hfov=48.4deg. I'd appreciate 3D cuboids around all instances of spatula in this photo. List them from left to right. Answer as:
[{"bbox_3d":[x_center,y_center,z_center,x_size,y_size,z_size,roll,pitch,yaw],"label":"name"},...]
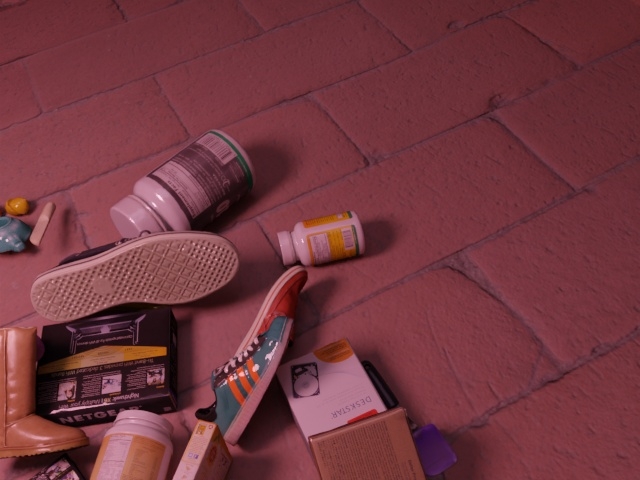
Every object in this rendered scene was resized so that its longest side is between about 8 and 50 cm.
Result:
[{"bbox_3d":[0.172,0.370,1.527,0.084,0.030,0.296,-29,53,-15],"label":"spatula"}]

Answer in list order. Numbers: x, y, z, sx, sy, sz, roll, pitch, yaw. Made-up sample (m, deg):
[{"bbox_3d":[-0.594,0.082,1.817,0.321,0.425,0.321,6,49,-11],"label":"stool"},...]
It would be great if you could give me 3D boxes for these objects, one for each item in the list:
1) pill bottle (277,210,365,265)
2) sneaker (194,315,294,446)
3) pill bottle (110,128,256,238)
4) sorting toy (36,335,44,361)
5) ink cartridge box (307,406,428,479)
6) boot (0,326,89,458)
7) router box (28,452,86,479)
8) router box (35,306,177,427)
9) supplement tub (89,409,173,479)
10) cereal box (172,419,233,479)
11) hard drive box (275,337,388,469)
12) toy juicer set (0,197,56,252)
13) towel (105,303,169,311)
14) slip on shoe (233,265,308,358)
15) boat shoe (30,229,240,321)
[{"bbox_3d":[0.000,0.000,1.808,0.209,0.117,0.117,-13,49,-5],"label":"pill bottle"},{"bbox_3d":[-0.162,0.278,1.491,0.121,0.108,0.302,28,96,2],"label":"sneaker"},{"bbox_3d":[-0.362,-0.122,1.893,0.204,0.204,0.361,33,60,29],"label":"pill bottle"},{"bbox_3d":[-0.784,0.332,1.598,0.365,0.127,0.126,-45,34,-12],"label":"sorting toy"},{"bbox_3d":[0.101,0.459,1.358,0.193,0.088,0.234,-16,79,-9],"label":"ink cartridge box"},{"bbox_3d":[-0.607,0.312,1.489,0.236,0.089,0.269,-6,77,-1],"label":"boot"},{"bbox_3d":[-0.558,0.541,1.446,0.179,0.046,0.133,-36,55,-23],"label":"router box"},{"bbox_3d":[-0.486,0.291,1.631,0.309,0.081,0.242,-8,49,-1],"label":"router box"},{"bbox_3d":[-0.380,0.459,1.433,0.144,0.144,0.199,2,49,8],"label":"supplement tub"},{"bbox_3d":[-0.245,0.493,1.372,0.047,0.173,0.240,11,51,15],"label":"cereal box"},{"bbox_3d":[0.028,0.349,1.523,0.181,0.089,0.232,-22,51,-12],"label":"hard drive box"},{"bbox_3d":[-0.840,-0.034,1.954,0.329,0.089,0.209,2,36,18],"label":"toy juicer set"},{"bbox_3d":[-0.492,0.133,1.808,0.237,0.021,0.102,1,50,6],"label":"towel"},{"bbox_3d":[-0.100,0.205,1.647,0.101,0.123,0.331,20,59,12],"label":"slip on shoe"},{"bbox_3d":[-0.438,0.070,1.710,0.501,0.186,0.156,-13,21,5],"label":"boat shoe"}]
